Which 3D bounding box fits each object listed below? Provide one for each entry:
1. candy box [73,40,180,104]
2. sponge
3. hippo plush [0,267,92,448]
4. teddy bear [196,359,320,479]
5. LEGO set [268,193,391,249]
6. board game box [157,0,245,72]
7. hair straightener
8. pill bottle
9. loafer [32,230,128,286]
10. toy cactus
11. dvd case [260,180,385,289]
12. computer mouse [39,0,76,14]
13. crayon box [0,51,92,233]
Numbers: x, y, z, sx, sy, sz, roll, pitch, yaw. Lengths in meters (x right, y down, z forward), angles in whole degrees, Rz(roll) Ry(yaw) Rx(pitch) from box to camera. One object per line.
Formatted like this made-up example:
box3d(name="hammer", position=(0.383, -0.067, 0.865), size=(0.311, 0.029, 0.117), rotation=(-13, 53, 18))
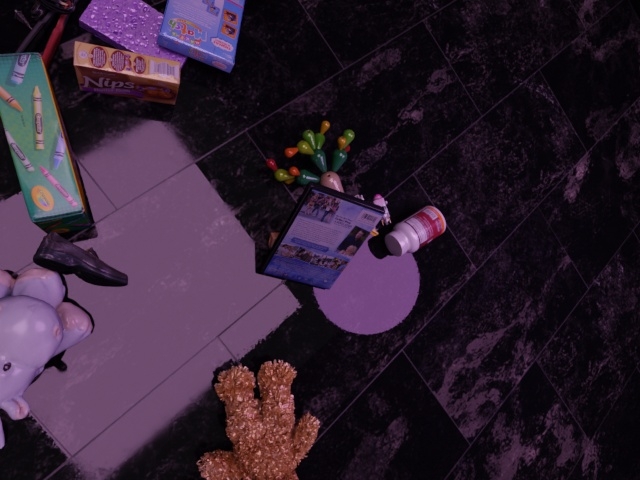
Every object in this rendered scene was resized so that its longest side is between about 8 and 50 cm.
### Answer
box3d(name="candy box", position=(-0.384, -0.331, 0.872), size=(0.187, 0.109, 0.053), rotation=(1, 83, -24))
box3d(name="sponge", position=(-0.385, -0.447, 0.929), size=(0.210, 0.031, 0.117), rotation=(29, 73, -18))
box3d(name="hippo plush", position=(-0.525, 0.165, 0.674), size=(0.234, 0.236, 0.294), rotation=(38, 70, -15))
box3d(name="teddy bear", position=(-0.117, 0.416, 0.890), size=(0.245, 0.113, 0.338), rotation=(13, 78, -19))
box3d(name="LEGO set", position=(0.017, -0.045, 1.017), size=(0.287, 0.132, 0.107), rotation=(-15, 68, 3))
box3d(name="board game box", position=(-0.258, -0.493, 0.962), size=(0.160, 0.039, 0.211), rotation=(15, 65, -24))
box3d(name="hair straightener", position=(-0.547, -0.439, 0.848), size=(0.089, 0.047, 0.230), rotation=(18, 76, -21))
box3d(name="pill bottle", position=(0.242, -0.022, 1.118), size=(0.152, 0.086, 0.086), rotation=(-30, 95, -23))
box3d(name="loafer", position=(-0.434, 0.039, 0.810), size=(0.170, 0.062, 0.061), rotation=(37, 45, -46))
box3d(name="toy cactus", position=(-0.004, -0.172, 1.026), size=(0.219, 0.112, 0.180), rotation=(-33, 104, -21))
box3d(name="dvd case", position=(0.000, 0.000, 0.941), size=(0.180, 0.253, 0.022), rotation=(17, 36, -24))
box3d(name="computer mouse", position=(-0.588, -0.483, 0.814), size=(0.242, 0.041, 0.071), rotation=(10, 72, -10))
box3d(name="crayon box", position=(-0.490, -0.159, 0.771), size=(0.081, 0.165, 0.278), rotation=(-16, 90, -25))
